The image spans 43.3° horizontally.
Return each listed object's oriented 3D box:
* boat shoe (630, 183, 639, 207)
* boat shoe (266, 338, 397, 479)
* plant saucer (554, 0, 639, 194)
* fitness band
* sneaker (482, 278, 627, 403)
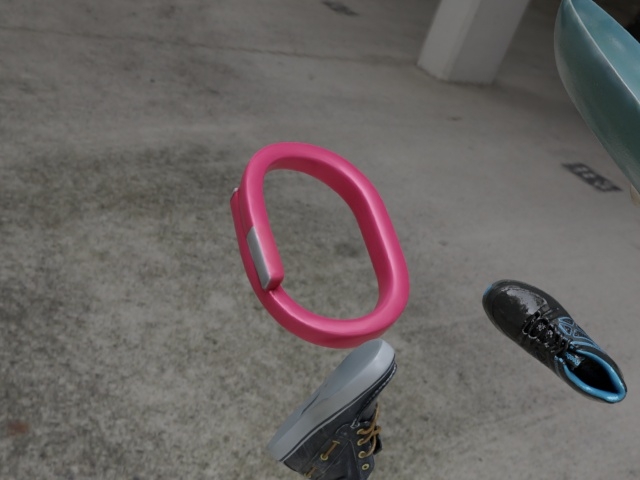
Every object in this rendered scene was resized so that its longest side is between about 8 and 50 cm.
[{"bbox_3d":[0.413,-0.134,0.924,0.075,0.206,0.065,17,-5,-40],"label":"boat shoe"},{"bbox_3d":[0.031,0.159,0.706,0.083,0.183,0.065,38,40,-2],"label":"boat shoe"},{"bbox_3d":[0.281,-0.061,0.617,0.317,0.043,0.318,33,32,-24],"label":"plant saucer"},{"bbox_3d":[0.000,0.000,1.012,0.209,0.054,0.291,3,54,-29],"label":"fitness band"},{"bbox_3d":[0.477,0.198,1.620,0.341,0.125,0.139,37,5,7],"label":"sneaker"}]
